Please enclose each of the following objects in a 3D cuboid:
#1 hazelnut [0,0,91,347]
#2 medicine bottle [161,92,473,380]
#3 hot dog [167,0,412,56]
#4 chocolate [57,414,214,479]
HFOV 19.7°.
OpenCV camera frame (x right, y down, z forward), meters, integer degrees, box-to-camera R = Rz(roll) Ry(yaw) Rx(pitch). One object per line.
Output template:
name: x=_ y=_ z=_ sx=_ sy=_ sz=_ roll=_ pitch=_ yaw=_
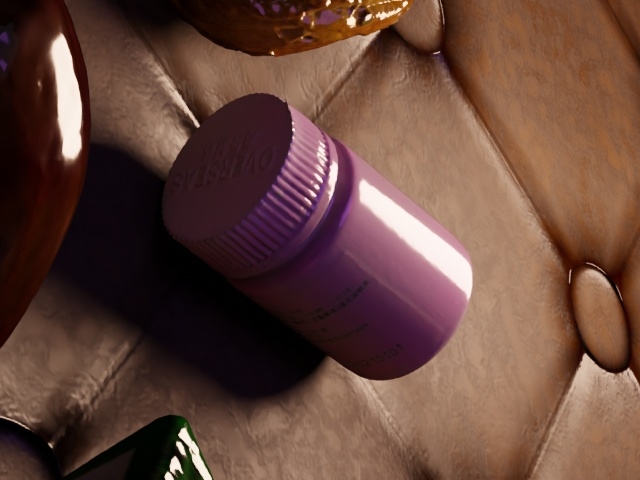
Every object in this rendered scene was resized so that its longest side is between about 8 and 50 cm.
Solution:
hazelnut: x=-0.352 y=-0.052 z=1.224 sx=0.421 sy=0.352 sz=0.421 roll=-30 pitch=133 yaw=-38
medicine bottle: x=0.000 y=0.000 z=1.814 sx=0.290 sy=0.178 sz=0.178 roll=37 pitch=46 yaw=-36
hot dog: x=-0.016 y=-0.334 z=1.968 sx=0.387 sy=0.174 sz=0.267 roll=-35 pitch=102 yaw=-54
chocolate: x=-0.123 y=0.365 z=1.354 sx=0.360 sy=0.161 sz=0.341 roll=-78 pitch=146 yaw=-67
